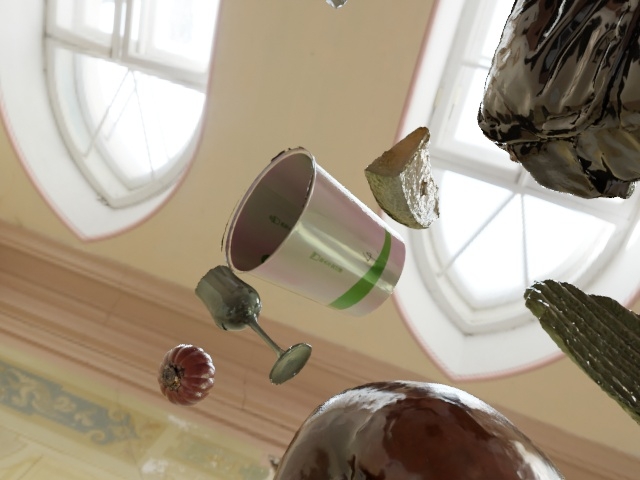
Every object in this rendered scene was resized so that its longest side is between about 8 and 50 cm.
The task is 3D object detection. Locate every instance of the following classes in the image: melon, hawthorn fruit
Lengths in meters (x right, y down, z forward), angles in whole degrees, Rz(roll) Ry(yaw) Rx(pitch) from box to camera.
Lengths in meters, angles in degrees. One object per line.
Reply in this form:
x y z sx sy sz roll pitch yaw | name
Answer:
0.126 -0.062 0.948 0.054 0.182 0.098 30 -115 35 | melon
0.079 0.243 0.580 0.267 0.301 0.268 -12 -124 18 | hawthorn fruit

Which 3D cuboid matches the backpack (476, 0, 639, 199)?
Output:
0.399 -0.211 0.781 0.254 0.364 0.445 18 -174 -20 | backpack

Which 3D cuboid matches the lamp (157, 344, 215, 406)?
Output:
-0.235 0.236 1.203 0.107 0.108 0.092 31 -175 30 | lamp

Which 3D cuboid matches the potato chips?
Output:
0.546 0.206 1.223 0.429 0.070 0.358 40 -149 9 | potato chips

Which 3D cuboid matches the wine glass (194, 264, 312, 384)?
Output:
-0.104 0.120 1.015 0.079 0.079 0.195 -15 -134 -43 | wine glass

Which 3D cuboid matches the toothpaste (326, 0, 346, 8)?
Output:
0.093 -0.322 0.660 0.078 0.248 0.047 47 -172 30 | toothpaste

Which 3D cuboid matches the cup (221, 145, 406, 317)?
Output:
0.000 0.000 1.264 0.274 0.253 0.253 31 -162 -29 | cup
